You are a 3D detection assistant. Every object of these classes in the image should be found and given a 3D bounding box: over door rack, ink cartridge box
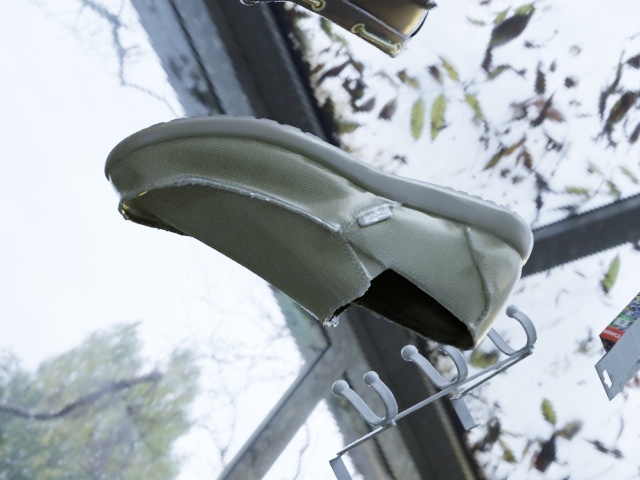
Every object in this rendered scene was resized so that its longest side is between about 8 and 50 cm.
[{"bbox_3d":[0.133,0.206,1.547,0.108,0.239,0.324,59,-22,22],"label":"over door rack"},{"bbox_3d":[0.339,0.117,1.276,0.029,0.115,0.063,23,-31,52],"label":"ink cartridge box"}]

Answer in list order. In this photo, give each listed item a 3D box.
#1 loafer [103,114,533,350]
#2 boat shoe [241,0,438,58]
[{"bbox_3d":[0.000,0.000,0.687,0.268,0.092,0.102,13,-24,-9],"label":"loafer"},{"bbox_3d":[-0.038,-0.231,0.916,0.116,0.324,0.097,49,-61,47],"label":"boat shoe"}]
